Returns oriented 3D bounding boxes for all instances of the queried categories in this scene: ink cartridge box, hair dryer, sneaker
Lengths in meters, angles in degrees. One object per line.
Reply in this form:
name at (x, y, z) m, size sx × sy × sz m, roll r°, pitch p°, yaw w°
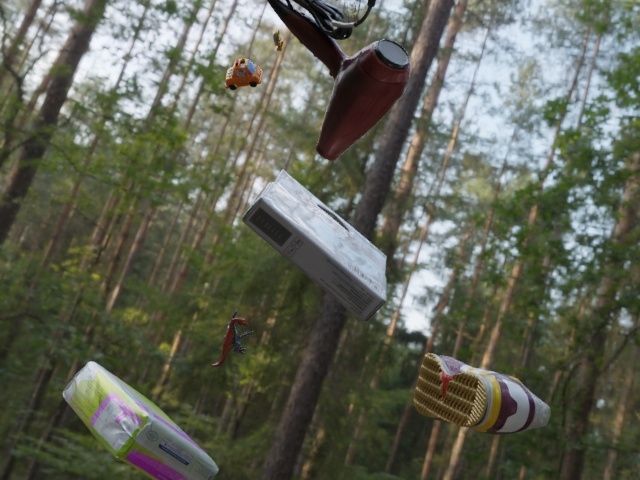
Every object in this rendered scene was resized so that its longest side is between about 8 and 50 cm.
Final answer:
ink cartridge box at (0.000, 0.000, 1.338) m, size 0.275 × 0.060 × 0.239 m, roll 40°, pitch 15°, yaw -7°
hair dryer at (0.025, -0.248, 0.993) m, size 0.080 × 0.293 × 0.224 m, roll -19°, pitch 27°, yaw -39°
sneaker at (0.158, 0.161, 0.761) m, size 0.084 × 0.069 × 0.185 m, roll 15°, pitch -2°, yaw -12°

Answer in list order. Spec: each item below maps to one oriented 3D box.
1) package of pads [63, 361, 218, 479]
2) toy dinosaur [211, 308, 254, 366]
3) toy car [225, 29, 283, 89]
package of pads at (-0.366, 0.375, 1.487) m, size 0.297 × 0.101 × 0.229 m, roll 22°, pitch -21°, yaw 49°
toy dinosaur at (-0.138, 0.157, 1.195) m, size 0.047 × 0.090 × 0.082 m, roll 24°, pitch -29°, yaw 16°
toy car at (-0.103, -0.277, 1.117) m, size 0.060 × 0.122 × 0.040 m, roll 9°, pitch -36°, yaw 21°
